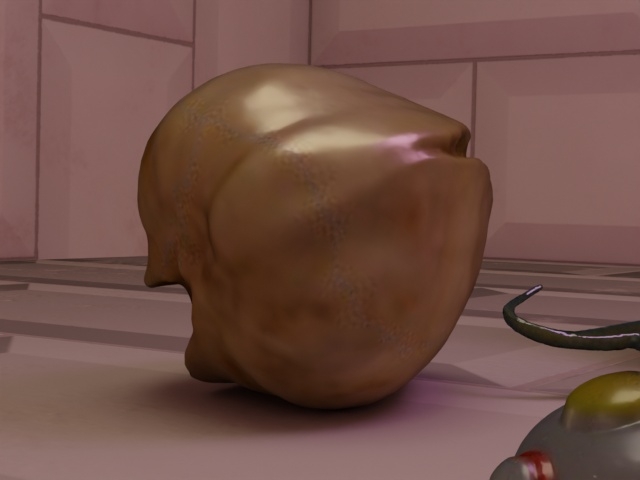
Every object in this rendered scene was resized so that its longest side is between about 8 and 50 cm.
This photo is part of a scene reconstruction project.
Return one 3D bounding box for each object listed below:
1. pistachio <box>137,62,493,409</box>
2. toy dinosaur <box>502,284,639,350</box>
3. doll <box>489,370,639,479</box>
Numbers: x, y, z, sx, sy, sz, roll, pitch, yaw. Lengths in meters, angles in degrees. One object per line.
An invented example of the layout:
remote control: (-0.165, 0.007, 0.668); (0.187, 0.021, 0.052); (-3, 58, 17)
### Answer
pistachio: (0.000, 0.000, 0.810); (0.238, 0.229, 0.321); (-24, -13, 6)
toy dinosaur: (0.310, 0.075, 0.867); (0.363, 0.076, 0.147); (7, -10, -26)
doll: (0.129, 0.084, 0.353); (0.142, 0.076, 0.245); (1, 6, -20)
